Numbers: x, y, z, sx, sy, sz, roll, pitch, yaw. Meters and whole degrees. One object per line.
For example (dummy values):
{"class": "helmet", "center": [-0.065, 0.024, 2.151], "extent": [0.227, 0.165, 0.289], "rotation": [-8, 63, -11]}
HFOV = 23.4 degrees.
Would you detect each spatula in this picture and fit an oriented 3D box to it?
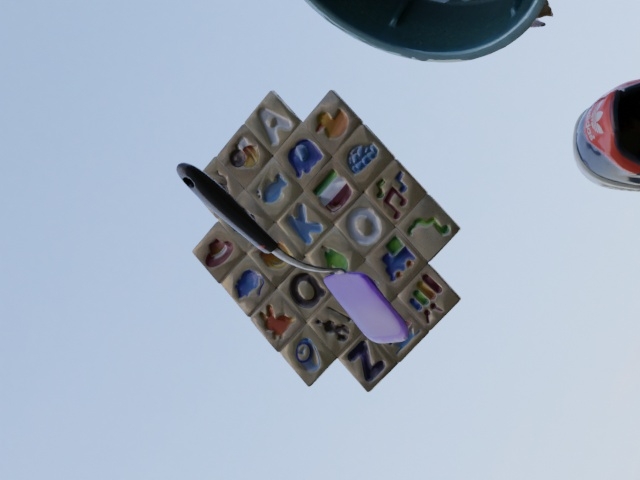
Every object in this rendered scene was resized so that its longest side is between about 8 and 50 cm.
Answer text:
{"class": "spatula", "center": [-0.026, 0.013, 1.510], "extent": [0.296, 0.084, 0.030], "rotation": [36, -113, -25]}

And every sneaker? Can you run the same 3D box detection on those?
{"class": "sneaker", "center": [0.439, -0.109, 1.573], "extent": [0.148, 0.350, 0.131], "rotation": [85, -178, -76]}

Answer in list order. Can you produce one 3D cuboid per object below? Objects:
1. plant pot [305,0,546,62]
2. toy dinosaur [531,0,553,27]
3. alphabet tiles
{"class": "plant pot", "center": [0.152, -0.431, 1.707], "extent": [0.334, 0.341, 0.341], "rotation": [-57, -23, -37]}
{"class": "toy dinosaur", "center": [0.234, -0.388, 2.394], "extent": [0.200, 0.295, 0.127], "rotation": [-26, -30, -5]}
{"class": "alphabet tiles", "center": [0.000, 0.000, 1.838], "extent": [0.285, 0.342, 0.011], "rotation": [-49, -16, 25]}
